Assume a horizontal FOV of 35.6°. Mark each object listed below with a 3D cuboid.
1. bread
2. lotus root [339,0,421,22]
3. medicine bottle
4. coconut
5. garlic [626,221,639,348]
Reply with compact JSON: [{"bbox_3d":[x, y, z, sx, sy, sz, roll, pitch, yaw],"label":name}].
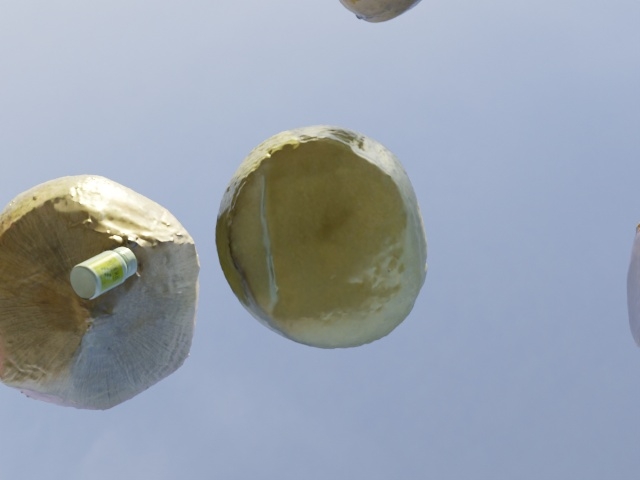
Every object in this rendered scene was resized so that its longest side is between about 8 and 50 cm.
[{"bbox_3d":[0.000,-0.004,1.424,0.320,0.320,0.237,-31,-163,12],"label":"bread"},{"bbox_3d":[0.135,-0.474,1.574,0.310,0.182,0.183,-41,-139,40],"label":"lotus root"},{"bbox_3d":[-0.276,0.040,1.273,0.047,0.047,0.083,-1,-162,32],"label":"medicine bottle"},{"bbox_3d":[-0.379,0.085,1.624,0.404,0.404,0.405,-17,-127,23],"label":"coconut"},{"bbox_3d":[0.386,0.021,1.026,0.110,0.228,0.217,14,-79,6],"label":"garlic"}]
